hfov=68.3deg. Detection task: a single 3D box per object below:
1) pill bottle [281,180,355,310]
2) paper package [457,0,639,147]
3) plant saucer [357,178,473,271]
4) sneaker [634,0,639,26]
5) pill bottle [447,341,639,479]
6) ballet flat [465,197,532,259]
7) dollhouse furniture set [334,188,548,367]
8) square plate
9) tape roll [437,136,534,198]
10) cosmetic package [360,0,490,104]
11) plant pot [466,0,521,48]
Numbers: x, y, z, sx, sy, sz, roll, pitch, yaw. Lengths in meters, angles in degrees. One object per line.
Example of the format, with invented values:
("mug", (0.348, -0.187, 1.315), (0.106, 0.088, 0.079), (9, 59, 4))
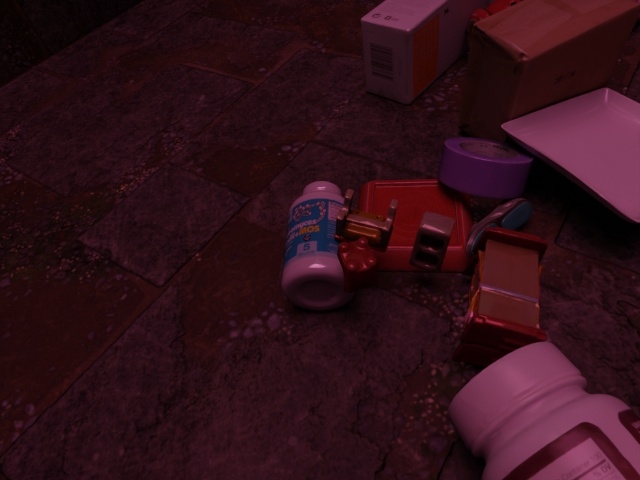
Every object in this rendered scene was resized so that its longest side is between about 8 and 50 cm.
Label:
("pill bottle", (0.000, 0.000, 0.973), (0.146, 0.146, 0.264), (-5, 49, 7))
("paper package", (0.507, -0.394, 1.095), (0.324, 0.310, 0.168), (-29, 58, -11))
("plant saucer", (0.205, -0.049, 1.039), (0.258, 0.048, 0.259), (0, 49, 11))
("sneaker", (0.913, -0.709, 1.391), (0.318, 0.131, 0.112), (-32, 39, -16))
("pill bottle", (0.342, 0.335, 0.568), (0.223, 0.224, 0.392), (-24, 49, -9))
("ballet flat", (0.352, -0.022, 0.971), (0.213, 0.072, 0.068), (-32, 22, -26))
("dollhouse furniture set", (0.191, 0.070, 0.834), (0.373, 0.152, 0.201), (15, 54, 11))
("square plate", (0.615, -0.186, 0.982), (0.343, 0.049, 0.347), (-22, 51, -19))
("tape roll", (0.358, -0.163, 1.033), (0.188, 0.080, 0.189), (5, 28, -2))
("cosmetic package", (0.322, -0.629, 1.389), (0.161, 0.230, 0.453), (29, 62, 30))
("plant pot", (0.528, -0.593, 1.344), (0.174, 0.191, 0.191), (-21, 49, 1))
